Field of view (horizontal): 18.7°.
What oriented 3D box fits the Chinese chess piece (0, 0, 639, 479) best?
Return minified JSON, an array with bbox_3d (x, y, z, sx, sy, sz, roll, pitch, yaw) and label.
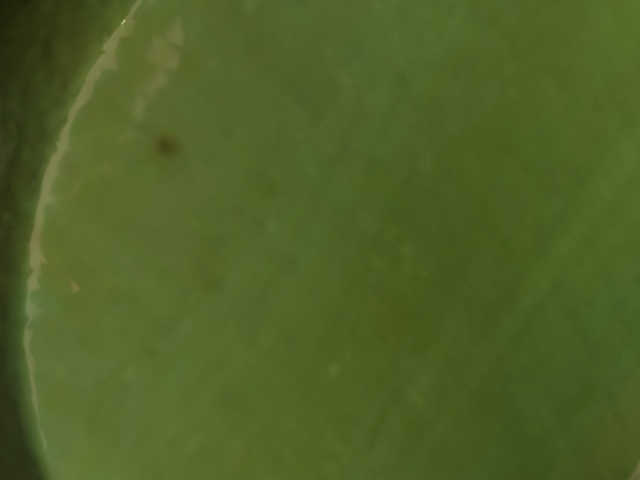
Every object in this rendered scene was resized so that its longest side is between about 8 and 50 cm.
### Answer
[{"bbox_3d":[0.000,0.000,0.766,0.349,0.146,0.349,-9,108,-31],"label":"Chinese chess piece"}]
